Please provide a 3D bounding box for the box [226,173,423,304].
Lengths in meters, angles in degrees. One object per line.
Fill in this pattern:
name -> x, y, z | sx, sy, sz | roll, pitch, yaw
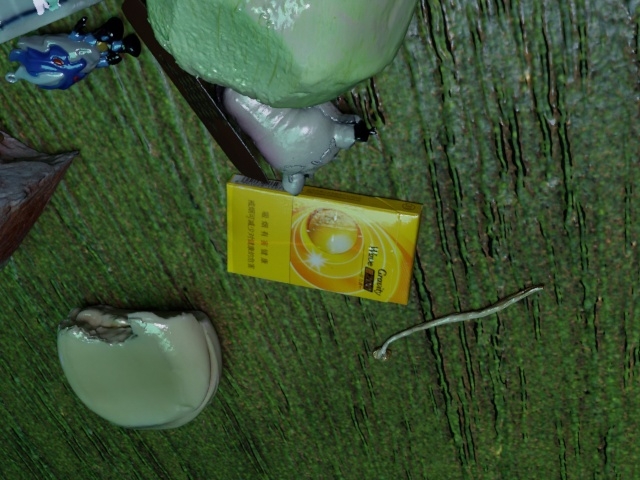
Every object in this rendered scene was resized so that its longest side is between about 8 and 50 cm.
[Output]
box -> 0.000, 0.000, 1.056 | 0.269, 0.043, 0.152 | 10, 124, 11

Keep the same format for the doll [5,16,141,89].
doll -> -0.332, -0.240, 0.986 | 0.195, 0.070, 0.096 | -13, 148, 19

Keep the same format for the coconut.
coconut -> -0.034, -0.304, 0.735 | 0.328, 0.281, 0.329 | 25, 124, 44

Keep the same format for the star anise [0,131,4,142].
star anise -> -0.552, -0.249, 0.993 | 0.346, 0.148, 0.237 | 49, 124, -5

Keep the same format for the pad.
pad -> -0.156, -0.180, 0.926 | 0.004, 0.181, 0.267 | -39, 109, -9

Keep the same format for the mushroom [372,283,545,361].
mushroom -> 0.191, 0.116, 1.090 | 0.286, 0.026, 0.028 | -30, 126, 28

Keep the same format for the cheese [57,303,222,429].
cheese -> -0.288, 0.185, 1.206 | 0.265, 0.127, 0.233 | -4, 120, 17

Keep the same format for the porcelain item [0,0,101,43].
porcelain item -> -0.366, -0.296, 0.825 | 0.281, 0.286, 0.157 | -11, 115, 24

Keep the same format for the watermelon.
watermelon -> -0.473, -0.047, 1.078 | 0.193, 0.310, 0.232 | 17, 87, 5

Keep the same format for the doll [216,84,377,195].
doll -> -0.044, -0.153, 0.940 | 0.192, 0.095, 0.149 | 41, 121, -8
